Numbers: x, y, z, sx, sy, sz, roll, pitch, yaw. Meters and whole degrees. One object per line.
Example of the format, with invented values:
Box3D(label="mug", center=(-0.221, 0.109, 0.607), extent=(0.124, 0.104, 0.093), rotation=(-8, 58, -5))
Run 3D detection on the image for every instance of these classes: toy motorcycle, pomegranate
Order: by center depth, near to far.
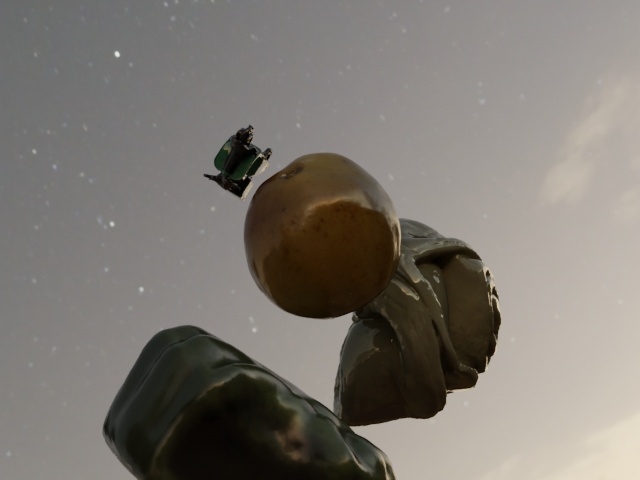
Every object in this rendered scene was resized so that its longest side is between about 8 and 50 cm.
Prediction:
Box3D(label="pomegranate", center=(-0.001, -0.006, 1.305), extent=(0.233, 0.233, 0.233), rotation=(-24, -29, -15))
Box3D(label="toy motorcycle", center=(-0.121, -0.116, 1.430), extent=(0.100, 0.058, 0.173), rotation=(-58, -7, -3))

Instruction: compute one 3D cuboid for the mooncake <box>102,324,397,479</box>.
Box3D(label="mooncake", center=(-0.081, 0.246, 1.122), extent=(0.187, 0.351, 0.351), rotation=(-60, -27, -10))

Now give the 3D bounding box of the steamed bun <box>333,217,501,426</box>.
Box3D(label="steamed bun", center=(0.181, 0.143, 1.633), extent=(0.368, 0.255, 0.342), rotation=(-64, -14, -60))
